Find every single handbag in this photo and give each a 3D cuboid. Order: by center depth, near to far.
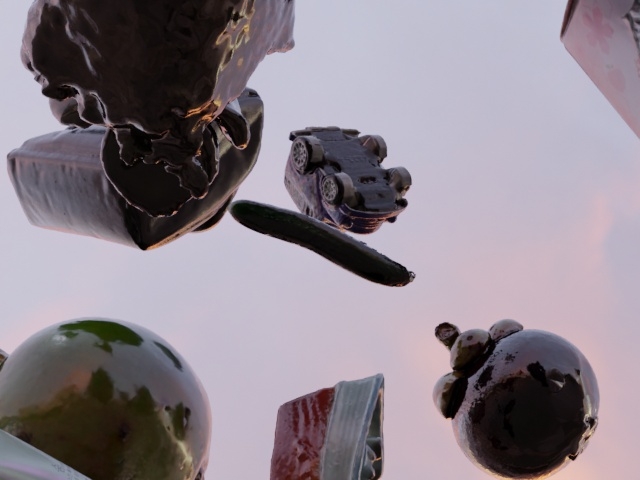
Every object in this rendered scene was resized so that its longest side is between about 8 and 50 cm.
[{"bbox_3d":[-0.230,-0.096,1.321,0.302,0.275,0.178,8,-61,45],"label":"handbag"}]

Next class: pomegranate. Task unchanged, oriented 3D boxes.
[{"bbox_3d":[-0.282,0.187,1.156,0.358,0.216,0.310,27,-22,12],"label":"pomegranate"}]

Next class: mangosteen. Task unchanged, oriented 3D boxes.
[{"bbox_3d":[0.231,0.189,1.226,0.230,0.194,0.194,33,-40,23],"label":"mangosteen"}]

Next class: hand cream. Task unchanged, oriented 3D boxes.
[{"bbox_3d":[-0.187,0.196,0.729,0.205,0.078,0.050,41,-87,-24],"label":"hand cream"}]

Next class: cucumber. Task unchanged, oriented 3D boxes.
[{"bbox_3d":[0.000,0.000,0.894,0.184,0.033,0.036,23,-52,10],"label":"cucumber"}]

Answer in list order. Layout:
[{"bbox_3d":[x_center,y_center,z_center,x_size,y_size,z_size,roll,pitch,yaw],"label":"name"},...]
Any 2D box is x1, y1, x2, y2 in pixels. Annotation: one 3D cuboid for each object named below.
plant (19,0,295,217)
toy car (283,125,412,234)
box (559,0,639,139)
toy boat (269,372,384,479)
[{"bbox_3d":[-0.121,-0.177,0.791,0.199,0.188,0.276,31,-49,13],"label":"plant"},{"bbox_3d":[0.041,-0.095,1.783,0.172,0.235,0.158,-7,-43,-34],"label":"toy car"},{"bbox_3d":[0.368,-0.115,0.868,0.112,0.370,0.190,-25,-26,-11],"label":"box"},{"bbox_3d":[0.036,0.271,0.769,0.133,0.332,0.145,-4,-3,11],"label":"toy boat"}]
